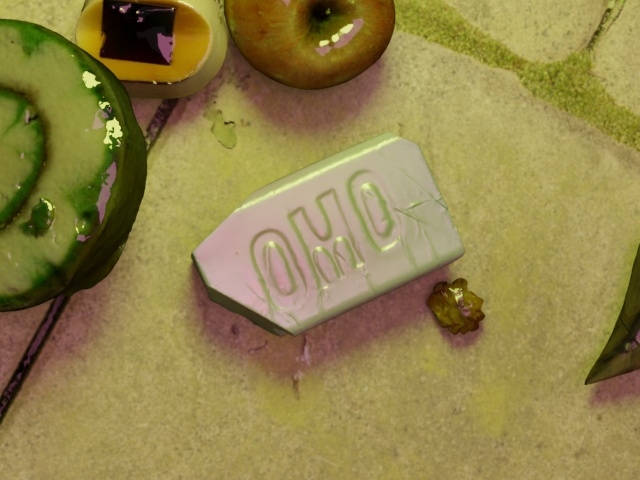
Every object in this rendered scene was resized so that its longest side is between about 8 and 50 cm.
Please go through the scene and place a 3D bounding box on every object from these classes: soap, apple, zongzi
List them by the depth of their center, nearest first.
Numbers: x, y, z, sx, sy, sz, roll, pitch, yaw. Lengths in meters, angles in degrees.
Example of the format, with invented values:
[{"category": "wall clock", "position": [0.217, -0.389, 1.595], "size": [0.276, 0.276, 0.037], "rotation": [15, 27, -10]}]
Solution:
[{"category": "apple", "position": [-0.019, -0.322, 1.644], "size": [0.237, 0.207, 0.236], "rotation": [-4, 108, -13]}, {"category": "soap", "position": [0.000, 0.000, 1.671], "size": [0.347, 0.115, 0.208], "rotation": [-24, 92, -7]}, {"category": "zongzi", "position": [0.455, 0.091, 1.750], "size": [0.205, 0.094, 0.204], "rotation": [-16, 88, 1]}]

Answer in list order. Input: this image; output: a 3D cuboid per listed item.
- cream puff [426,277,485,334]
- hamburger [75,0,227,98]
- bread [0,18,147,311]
[{"category": "cream puff", "position": [0.198, 0.095, 1.724], "size": [0.083, 0.058, 0.083], "rotation": [-2, 91, -6]}, {"category": "hamburger", "position": [-0.231, -0.280, 1.633], "size": [0.210, 0.116, 0.172], "rotation": [2, 99, 7]}, {"category": "bread", "position": [-0.414, -0.099, 1.542], "size": [0.382, 0.129, 0.366], "rotation": [30, 91, 16]}]
